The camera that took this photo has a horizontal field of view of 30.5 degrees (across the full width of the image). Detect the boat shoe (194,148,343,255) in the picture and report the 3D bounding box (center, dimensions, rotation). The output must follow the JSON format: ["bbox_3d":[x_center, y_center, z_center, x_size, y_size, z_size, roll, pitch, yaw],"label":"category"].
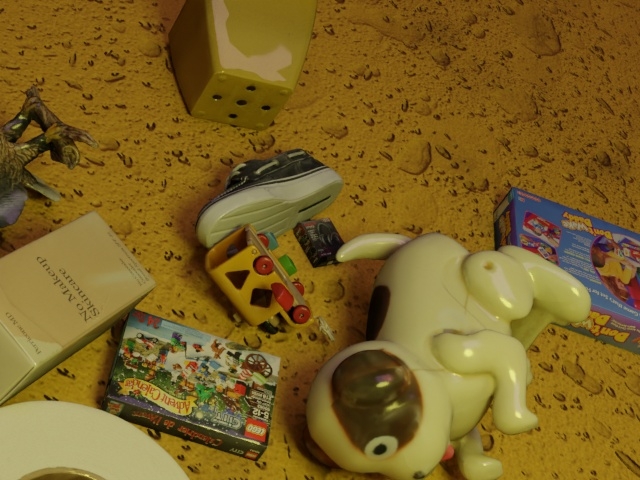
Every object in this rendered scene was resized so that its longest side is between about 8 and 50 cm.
[{"bbox_3d":[-0.103,-0.069,1.902,0.119,0.121,0.335,40,32,20],"label":"boat shoe"}]

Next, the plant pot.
[{"bbox_3d":[-0.138,-0.315,2.037,0.212,0.212,0.187,11,60,-22],"label":"plant pot"}]

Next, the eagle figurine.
[{"bbox_3d":[-0.499,-0.115,1.650,0.298,0.226,0.225,-32,97,-25],"label":"eagle figurine"}]

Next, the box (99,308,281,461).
[{"bbox_3d":[-0.178,0.201,1.648,0.233,0.044,0.159,20,44,-13],"label":"box"}]

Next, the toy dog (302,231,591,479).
[{"bbox_3d":[0.146,0.171,1.689,0.395,0.284,0.408,43,48,2],"label":"toy dog"}]

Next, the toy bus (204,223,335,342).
[{"bbox_3d":[-0.090,0.079,1.765,0.202,0.104,0.191,60,8,23],"label":"toy bus"}]

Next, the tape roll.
[{"bbox_3d":[-0.299,0.372,1.364,0.392,0.072,0.392,22,45,-24],"label":"tape roll"}]

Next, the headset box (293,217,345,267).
[{"bbox_3d":[0.000,0.000,1.942,0.062,0.032,0.083,-9,58,-35],"label":"headset box"}]

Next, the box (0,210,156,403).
[{"bbox_3d":[-0.360,0.086,1.513,0.148,0.121,0.311,49,25,-1],"label":"box"}]

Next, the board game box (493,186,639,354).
[{"bbox_3d":[0.486,0.061,2.130,0.347,0.078,0.233,20,44,-13],"label":"board game box"}]
